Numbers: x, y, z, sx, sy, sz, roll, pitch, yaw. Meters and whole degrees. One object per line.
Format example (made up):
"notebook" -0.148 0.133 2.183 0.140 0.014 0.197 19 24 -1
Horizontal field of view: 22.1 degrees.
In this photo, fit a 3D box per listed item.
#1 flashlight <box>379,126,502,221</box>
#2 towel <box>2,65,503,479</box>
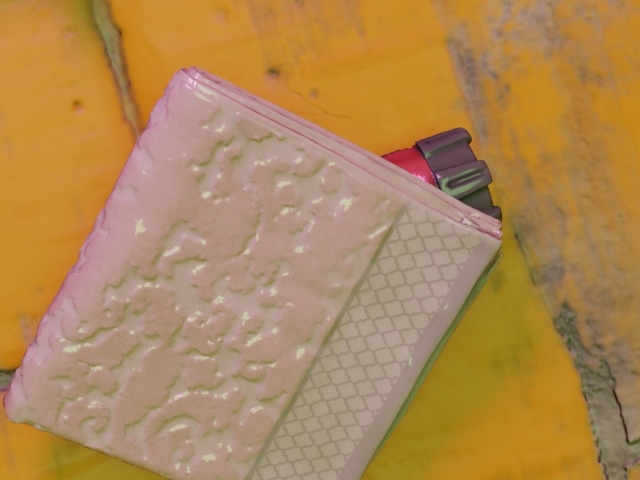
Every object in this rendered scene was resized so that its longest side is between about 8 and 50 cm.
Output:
"flashlight" 0.000 0.000 1.411 0.304 0.103 0.103 -23 120 -5
"towel" -0.052 0.064 1.353 0.317 0.053 0.332 25 105 -18
